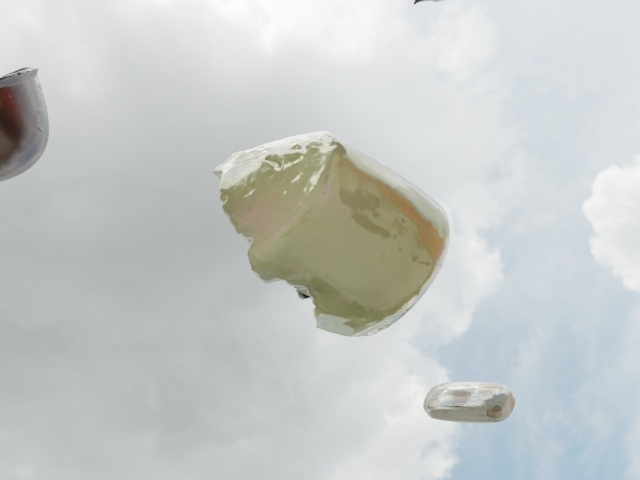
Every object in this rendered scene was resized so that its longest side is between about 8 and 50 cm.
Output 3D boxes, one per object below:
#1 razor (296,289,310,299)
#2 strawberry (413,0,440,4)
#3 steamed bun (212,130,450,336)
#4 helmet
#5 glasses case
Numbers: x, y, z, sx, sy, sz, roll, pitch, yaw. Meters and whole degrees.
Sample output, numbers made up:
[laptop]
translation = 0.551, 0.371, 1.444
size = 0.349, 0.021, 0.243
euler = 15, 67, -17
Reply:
[razor]
translation = -0.044, -0.006, 0.756
size = 0.033, 0.066, 0.190
euler = -14, -98, -27
[strawberry]
translation = 0.132, -0.359, 0.473
size = 0.205, 0.205, 0.245
euler = -19, -71, -2
[steamed bun]
translation = 0.000, 0.000, 0.525
size = 0.225, 0.200, 0.171
euler = 28, -113, -34
[helmet]
translation = -0.369, -0.113, 0.545
size = 0.175, 0.155, 0.106
euler = -9, -64, 5
[glasses case]
translation = 0.238, 0.263, 0.834
size = 0.041, 0.164, 0.063
euler = 51, -128, -16
